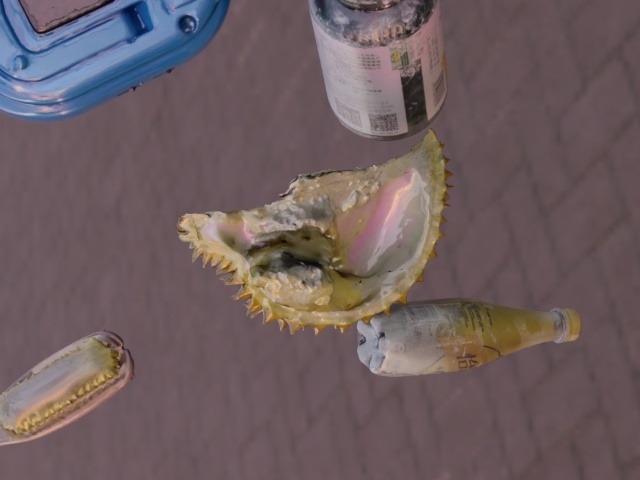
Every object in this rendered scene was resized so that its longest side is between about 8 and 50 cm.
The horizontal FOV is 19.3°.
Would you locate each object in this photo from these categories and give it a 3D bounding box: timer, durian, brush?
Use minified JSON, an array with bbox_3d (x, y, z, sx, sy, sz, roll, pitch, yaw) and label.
[{"bbox_3d":[-0.270,-0.309,1.952,0.340,0.309,0.115,63,174,0],"label":"timer"},{"bbox_3d":[0.000,0.000,1.979,0.166,0.306,0.172,102,151,-49],"label":"durian"},{"bbox_3d":[-0.336,0.189,1.942,0.072,0.313,0.067,60,-172,16],"label":"brush"}]

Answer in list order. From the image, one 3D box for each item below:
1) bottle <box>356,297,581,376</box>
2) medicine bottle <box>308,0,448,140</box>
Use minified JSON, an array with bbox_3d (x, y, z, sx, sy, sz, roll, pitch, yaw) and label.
[{"bbox_3d":[0.171,0.104,2.095,0.083,0.269,0.083,8,99,62],"label":"bottle"},{"bbox_3d":[0.062,-0.235,2.040,0.293,0.141,0.141,75,-178,-63],"label":"medicine bottle"}]
